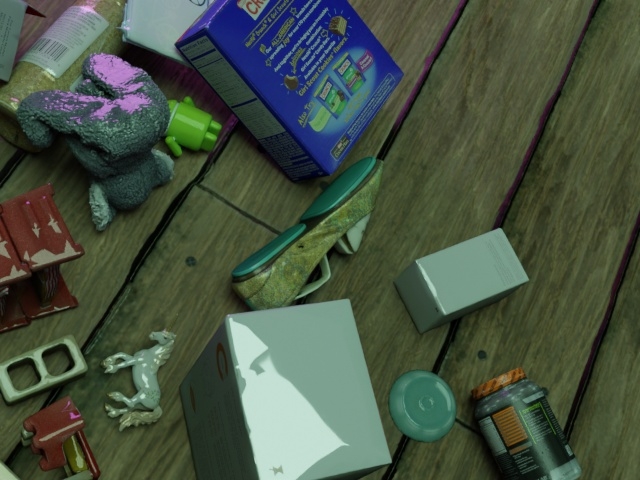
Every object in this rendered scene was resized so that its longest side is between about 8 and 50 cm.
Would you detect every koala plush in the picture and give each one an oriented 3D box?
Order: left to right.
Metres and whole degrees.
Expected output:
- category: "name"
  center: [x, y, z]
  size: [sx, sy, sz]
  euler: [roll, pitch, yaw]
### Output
- category: "koala plush"
  center: [-0.310, -0.132, 1.408]
  size: [0.203, 0.221, 0.196]
  euler: [24, 49, 28]

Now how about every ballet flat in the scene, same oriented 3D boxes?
- category: "ballet flat"
  center: [0.000, 0.000, 1.513]
  size: [0.123, 0.123, 0.348]
  euler: [45, 61, 4]

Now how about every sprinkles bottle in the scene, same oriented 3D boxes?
- category: "sprinkles bottle"
  center: [-0.391, -0.305, 1.499]
  size: [0.121, 0.121, 0.355]
  euler: [34, 62, -2]

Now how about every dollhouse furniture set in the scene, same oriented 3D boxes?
- category: "dollhouse furniture set"
  center: [-0.369, 0.143, 1.268]
  size: [0.152, 0.201, 0.374]
  euler: [-22, 75, -25]

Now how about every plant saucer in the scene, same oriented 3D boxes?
- category: "plant saucer"
  center: [0.169, 0.264, 1.495]
  size: [0.119, 0.021, 0.119]
  euler: [7, 65, -15]

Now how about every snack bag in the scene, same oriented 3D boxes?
- category: "snack bag"
  center: [-0.187, -0.422, 1.588]
  size: [0.342, 0.037, 0.323]
  euler: [18, 61, -40]

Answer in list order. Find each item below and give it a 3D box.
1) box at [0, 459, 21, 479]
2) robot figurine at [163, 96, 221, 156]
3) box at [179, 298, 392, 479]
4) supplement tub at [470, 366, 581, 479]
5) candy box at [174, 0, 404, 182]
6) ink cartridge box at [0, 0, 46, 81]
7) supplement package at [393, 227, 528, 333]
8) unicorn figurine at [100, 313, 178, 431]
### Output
- category: "box"
  center: [-0.502, 0.293, 1.192]
  size: [0.311, 0.148, 0.121]
  euler: [44, 61, 2]
- category: "robot figurine"
  center: [-0.224, -0.191, 1.535]
  size: [0.115, 0.067, 0.101]
  euler: [22, 62, -8]
- category: "box"
  center: [-0.064, 0.240, 1.245]
  size: [0.168, 0.345, 0.215]
  euler: [-7, 71, -21]
- category: "supplement tub"
  center: [0.321, 0.306, 1.473]
  size: [0.117, 0.117, 0.190]
  euler: [-18, 74, -24]
- category: "candy box"
  center: [-0.045, -0.302, 1.551]
  size: [0.317, 0.122, 0.268]
  euler: [49, 58, -23]
- category: "ink cartridge box"
  center: [-0.607, -0.337, 1.355]
  size: [0.309, 0.272, 0.130]
  euler: [16, 91, 13]
- category: "supplement package"
  center: [0.234, 0.068, 1.554]
  size: [0.179, 0.105, 0.105]
  euler: [-19, 75, -25]
- category: "unicorn figurine"
  center: [-0.265, 0.194, 1.368]
  size: [0.111, 0.060, 0.162]
  euler: [-3, 85, -20]
